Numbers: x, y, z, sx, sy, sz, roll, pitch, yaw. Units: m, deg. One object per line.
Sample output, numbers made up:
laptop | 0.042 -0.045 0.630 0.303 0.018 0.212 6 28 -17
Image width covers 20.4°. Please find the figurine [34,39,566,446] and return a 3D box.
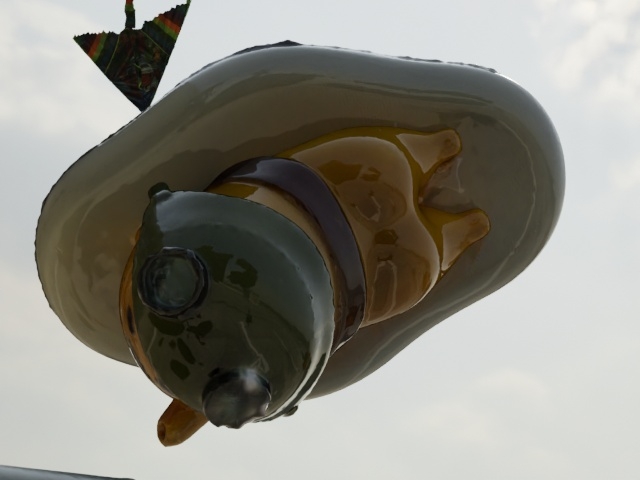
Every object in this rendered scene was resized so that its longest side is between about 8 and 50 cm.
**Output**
figurine | 0.000 0.000 0.765 0.250 0.166 0.141 -22 12 -3

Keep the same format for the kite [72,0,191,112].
kite | -0.123 -0.125 1.157 0.122 0.090 0.004 -1 6 44

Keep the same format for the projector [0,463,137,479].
projector | -0.088 0.106 0.453 0.082 0.083 0.083 14 -52 -42
